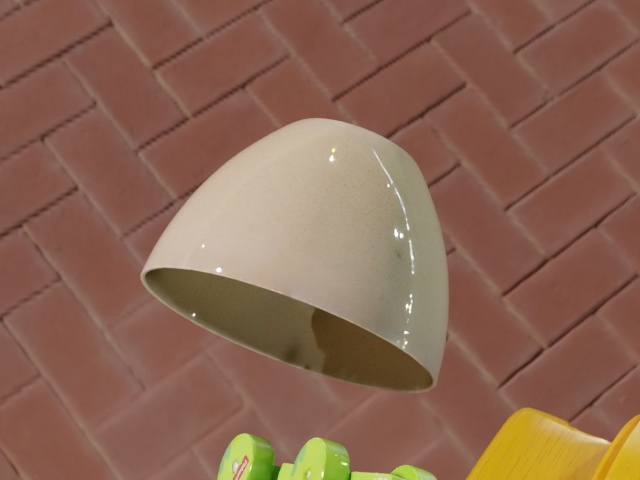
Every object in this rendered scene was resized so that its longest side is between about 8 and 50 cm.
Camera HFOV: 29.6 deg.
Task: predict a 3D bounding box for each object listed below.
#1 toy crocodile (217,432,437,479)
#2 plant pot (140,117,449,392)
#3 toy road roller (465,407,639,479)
[{"bbox_3d":[-0.001,0.234,1.054,0.115,0.340,0.105,22,72,-27],"label":"toy crocodile"},{"bbox_3d":[0.000,0.000,1.120,0.284,0.284,0.191,20,74,0],"label":"plant pot"},{"bbox_3d":[0.205,0.247,0.780,0.240,0.330,0.202,19,46,30],"label":"toy road roller"}]
